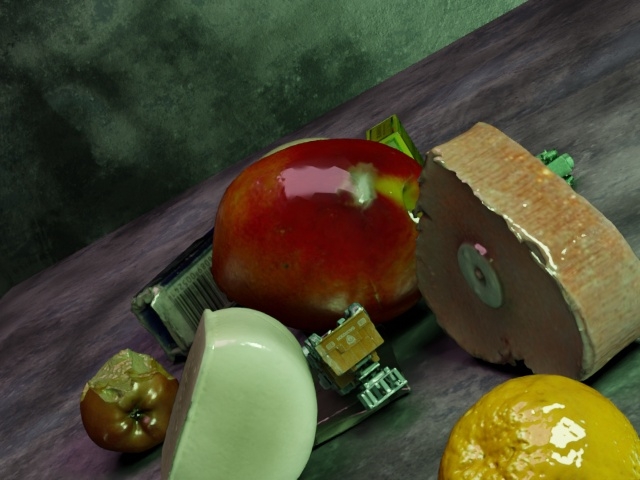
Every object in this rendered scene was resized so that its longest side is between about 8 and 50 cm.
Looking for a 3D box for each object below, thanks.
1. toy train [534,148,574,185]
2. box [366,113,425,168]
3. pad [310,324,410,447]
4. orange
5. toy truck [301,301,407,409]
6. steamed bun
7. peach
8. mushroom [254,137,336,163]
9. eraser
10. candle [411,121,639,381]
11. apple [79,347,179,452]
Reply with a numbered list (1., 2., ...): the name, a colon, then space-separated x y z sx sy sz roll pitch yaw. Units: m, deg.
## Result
1. toy train: 0.311 -0.078 1.664 0.178 0.071 0.104 -35 7 -13
2. box: 0.153 -0.083 1.706 0.064 0.220 0.141 -29 14 10
3. pad: 0.031 0.198 1.447 0.174 0.022 0.233 -31 16 2
4. orange: 0.179 0.198 0.863 0.177 0.155 0.177 -38 44 47
5. toy truck: 0.040 0.153 1.345 0.080 0.115 0.177 -36 -5 -12
6. steamed bun: -0.091 0.212 1.299 0.146 0.164 0.241 -109 36 -71
7. peach: 0.000 0.000 1.503 0.338 0.281 0.281 -20 19 32
8. mushroom: 0.005 -0.005 1.701 0.292 0.292 0.290 -35 37 -10
9. eraser: -0.216 0.080 2.066 0.101 0.155 0.332 -20 19 43
10. candle: 0.213 0.006 1.194 0.131 0.287 0.317 -33 11 -20
11. apple: -0.297 0.262 1.679 0.156 0.147 0.158 -2 20 -13
